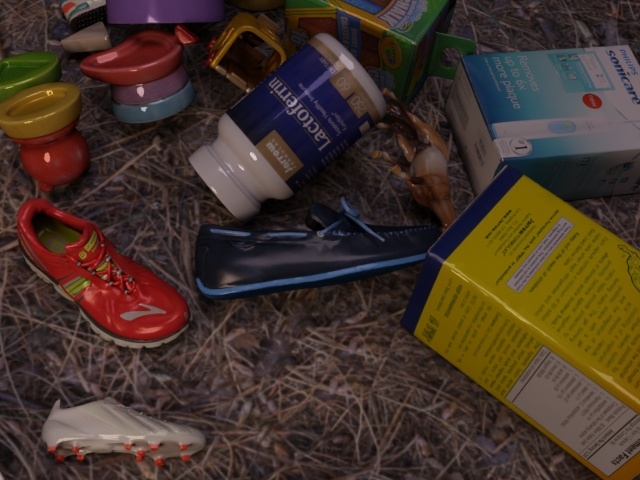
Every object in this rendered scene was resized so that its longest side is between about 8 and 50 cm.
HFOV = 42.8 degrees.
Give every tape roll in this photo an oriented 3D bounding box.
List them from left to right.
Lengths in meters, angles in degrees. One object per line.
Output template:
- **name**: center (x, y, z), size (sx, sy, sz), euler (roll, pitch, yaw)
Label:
- **tape roll**: center (-0.246, -0.388, 1.301), size (0.188, 0.080, 0.189), euler (0, 15, 0)

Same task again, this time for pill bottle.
- **pill bottle**: center (-0.049, -0.154, 1.156), size (0.264, 0.153, 0.153), euler (-41, 67, 0)

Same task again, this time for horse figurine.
- **horse figurine**: center (0.144, -0.121, 1.227), size (0.174, 0.066, 0.263), euler (33, 35, -33)

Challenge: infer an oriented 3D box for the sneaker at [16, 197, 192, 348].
- **sneaker**: center (-0.292, 0.040, 1.062), size (0.279, 0.118, 0.107), euler (30, 59, 13)

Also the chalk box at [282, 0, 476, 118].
- **chalk box**: center (0.104, -0.332, 1.320), size (0.288, 0.180, 0.179), euler (27, 57, 12)

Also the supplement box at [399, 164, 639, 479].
- **supplement box**: center (0.311, 0.108, 1.045), size (0.356, 0.194, 0.195), euler (37, 60, 16)

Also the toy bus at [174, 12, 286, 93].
- **toy bus**: center (-0.108, -0.295, 1.253), size (0.202, 0.191, 0.104), euler (47, 107, 22)

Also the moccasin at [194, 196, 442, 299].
- **moccasin**: center (0.000, 0.000, 1.102), size (0.341, 0.138, 0.117), euler (-7, 80, -13)

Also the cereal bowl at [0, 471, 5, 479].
- **cereal bowl**: center (-0.480, 0.332, 0.798), size (0.338, 0.141, 0.339), euler (22, 50, -29)

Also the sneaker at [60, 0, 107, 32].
- **sneaker**: center (-0.365, -0.414, 1.389), size (0.161, 0.057, 0.075), euler (-29, 70, -20)

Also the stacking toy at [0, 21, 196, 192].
- **stacking toy**: center (-0.362, -0.214, 1.260), size (0.309, 0.130, 0.279), euler (-32, 40, -27)

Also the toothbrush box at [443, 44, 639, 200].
- **toothbrush box**: center (0.372, -0.182, 1.286), size (0.295, 0.126, 0.216), euler (-5, 57, -11)

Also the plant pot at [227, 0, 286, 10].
- **plant pot**: center (-0.104, -0.537, 1.393), size (0.253, 0.239, 0.254), euler (3, 56, -5)

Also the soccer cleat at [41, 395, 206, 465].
- **soccer cleat**: center (-0.234, 0.224, 0.982), size (0.196, 0.068, 0.076), euler (2, 53, -2)
